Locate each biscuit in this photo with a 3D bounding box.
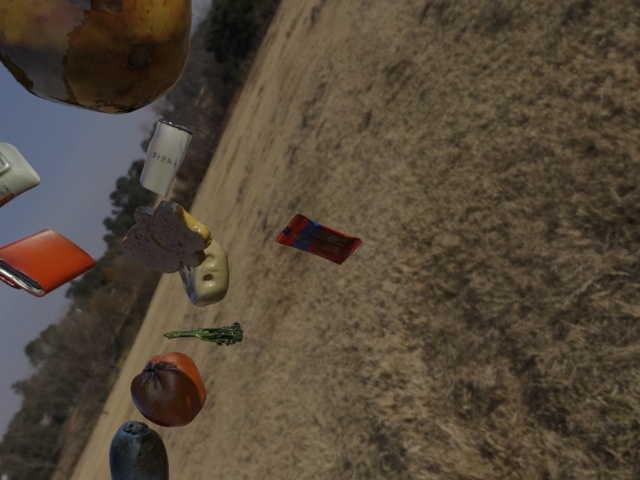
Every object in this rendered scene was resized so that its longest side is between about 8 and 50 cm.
[{"bbox_3d":[-0.307,0.000,1.243,0.225,0.166,0.036,-35,22,45],"label":"biscuit"}]

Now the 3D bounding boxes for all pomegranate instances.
[{"bbox_3d":[-0.307,-0.313,0.855,0.281,0.281,0.281,-58,17,28],"label":"pomegranate"}]

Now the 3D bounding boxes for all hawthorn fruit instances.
[{"bbox_3d":[-0.372,0.375,1.558,0.189,0.189,0.189,-58,17,28],"label":"hawthorn fruit"}]

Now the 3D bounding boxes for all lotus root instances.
[{"bbox_3d":[-0.478,0.633,1.641,0.158,0.139,0.323,9,108,42],"label":"lotus root"}]

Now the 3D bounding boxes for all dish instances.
[{"bbox_3d":[-0.762,-0.131,1.396,0.212,0.151,0.077,-40,-22,-14],"label":"dish"}]

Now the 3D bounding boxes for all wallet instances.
[{"bbox_3d":[-0.572,0.045,1.284,0.045,0.142,0.204,-58,0,17],"label":"wallet"}]

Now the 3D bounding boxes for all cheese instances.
[{"bbox_3d":[-0.362,0.087,1.922,0.218,0.117,0.235,46,134,45],"label":"cheese"}]

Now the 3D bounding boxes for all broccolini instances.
[{"bbox_3d":[-0.295,0.250,1.585,0.074,0.201,0.058,-54,48,54],"label":"broccolini"}]

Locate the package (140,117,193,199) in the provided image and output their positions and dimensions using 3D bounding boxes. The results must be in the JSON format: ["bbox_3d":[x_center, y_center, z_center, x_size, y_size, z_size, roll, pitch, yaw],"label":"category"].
[{"bbox_3d":[-0.434,-0.232,1.770,0.250,0.062,0.204,30,102,51],"label":"package"}]

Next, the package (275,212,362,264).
[{"bbox_3d":[0.000,0.000,1.388,0.083,0.200,0.022,-52,42,19],"label":"package"}]
